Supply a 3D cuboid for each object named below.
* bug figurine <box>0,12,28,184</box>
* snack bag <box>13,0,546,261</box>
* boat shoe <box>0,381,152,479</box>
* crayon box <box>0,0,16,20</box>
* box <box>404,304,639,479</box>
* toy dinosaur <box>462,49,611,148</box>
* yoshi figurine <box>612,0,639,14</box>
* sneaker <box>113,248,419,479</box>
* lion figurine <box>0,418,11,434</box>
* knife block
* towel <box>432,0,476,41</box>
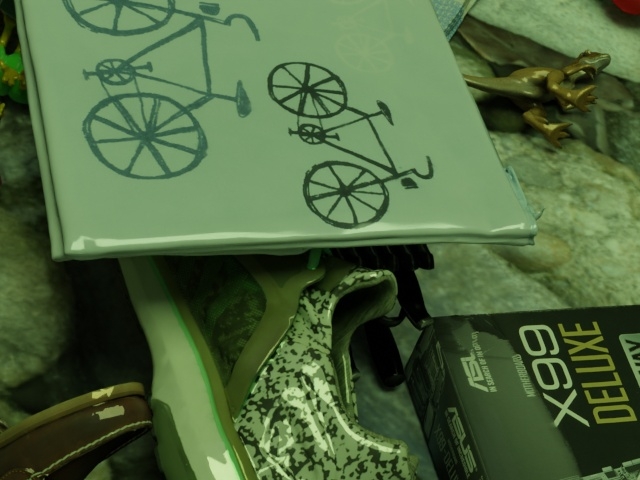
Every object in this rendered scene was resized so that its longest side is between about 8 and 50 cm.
[{"bbox_3d":[-0.331,-0.127,1.317,0.216,0.072,0.279,24,42,-7],"label":"bug figurine"},{"bbox_3d":[-0.042,-0.105,1.210,0.342,0.037,0.323,-2,46,-17],"label":"snack bag"},{"bbox_3d":[-0.196,0.161,1.074,0.207,0.073,0.073,-27,70,7],"label":"boat shoe"},{"bbox_3d":[-0.236,-0.319,1.447,0.202,0.081,0.318,33,39,-4],"label":"crayon box"},{"bbox_3d":[0.221,0.191,1.234,0.242,0.076,0.307,-1,52,-20],"label":"box"},{"bbox_3d":[0.188,-0.138,1.531,0.211,0.064,0.112,-5,34,-34],"label":"toy dinosaur"},{"bbox_3d":[0.392,-0.287,1.635,0.203,0.203,0.362,-12,58,-36],"label":"yoshi figurine"},{"bbox_3d":[-0.035,0.042,1.183,0.182,0.158,0.410,-21,61,6],"label":"sneaker"},{"bbox_3d":[-0.405,0.051,1.109,0.392,0.142,0.240,13,22,-28],"label":"lion figurine"},{"bbox_3d":[0.000,0.000,1.332,0.088,0.242,0.275,-1,6,-22],"label":"knife block"},{"bbox_3d":[0.025,-0.227,1.556,0.209,0.034,0.285,29,47,7],"label":"towel"}]
